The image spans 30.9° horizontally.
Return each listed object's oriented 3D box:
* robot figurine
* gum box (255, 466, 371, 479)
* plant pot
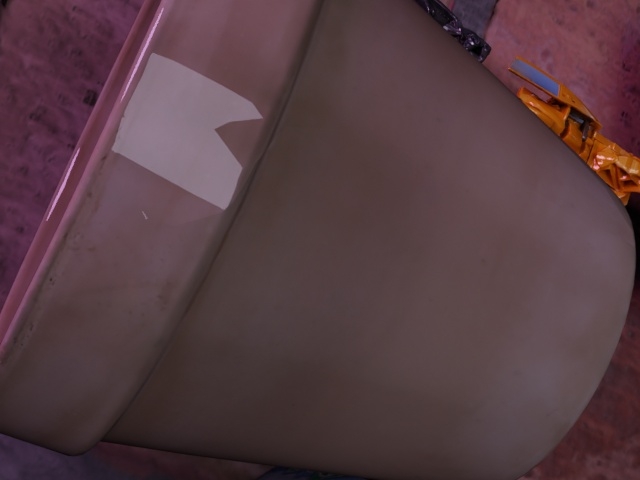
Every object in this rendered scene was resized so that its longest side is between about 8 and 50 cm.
[{"bbox_3d":[0.099,-0.062,0.835,0.291,0.085,0.211,28,75,-22],"label":"robot figurine"},{"bbox_3d":[-0.032,0.194,0.718,0.184,0.157,0.041,-28,100,-24],"label":"gum box"},{"bbox_3d":[0.000,0.000,0.633,0.280,0.323,0.323,26,76,-14],"label":"plant pot"}]
